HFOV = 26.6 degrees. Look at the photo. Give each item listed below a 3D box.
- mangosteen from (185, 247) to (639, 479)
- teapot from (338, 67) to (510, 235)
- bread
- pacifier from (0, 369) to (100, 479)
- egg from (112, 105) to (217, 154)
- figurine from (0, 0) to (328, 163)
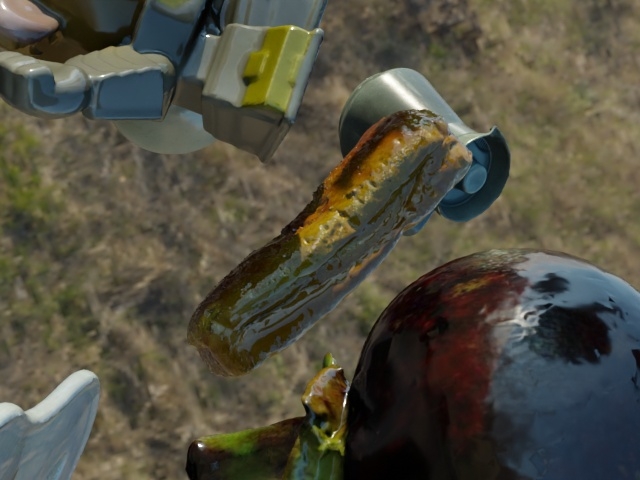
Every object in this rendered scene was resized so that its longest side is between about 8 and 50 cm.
[{"bbox_3d":[0.067,0.121,0.735,0.231,0.289,0.231,-5,90,-87],"label":"mangosteen"},{"bbox_3d":[0.134,-0.117,1.892,0.225,0.203,0.171,38,1,43],"label":"teapot"},{"bbox_3d":[0.002,0.001,1.101,0.077,0.271,0.139,47,-12,-7],"label":"bread"},{"bbox_3d":[-0.170,0.210,0.788,0.299,0.233,0.244,-16,129,-79],"label":"pacifier"},{"bbox_3d":[-0.126,-0.181,1.322,0.209,0.151,0.151,-57,138,-17],"label":"egg"},{"bbox_3d":[-0.144,-0.177,1.040,0.342,0.284,0.167,-92,-157,-77],"label":"figurine"}]
